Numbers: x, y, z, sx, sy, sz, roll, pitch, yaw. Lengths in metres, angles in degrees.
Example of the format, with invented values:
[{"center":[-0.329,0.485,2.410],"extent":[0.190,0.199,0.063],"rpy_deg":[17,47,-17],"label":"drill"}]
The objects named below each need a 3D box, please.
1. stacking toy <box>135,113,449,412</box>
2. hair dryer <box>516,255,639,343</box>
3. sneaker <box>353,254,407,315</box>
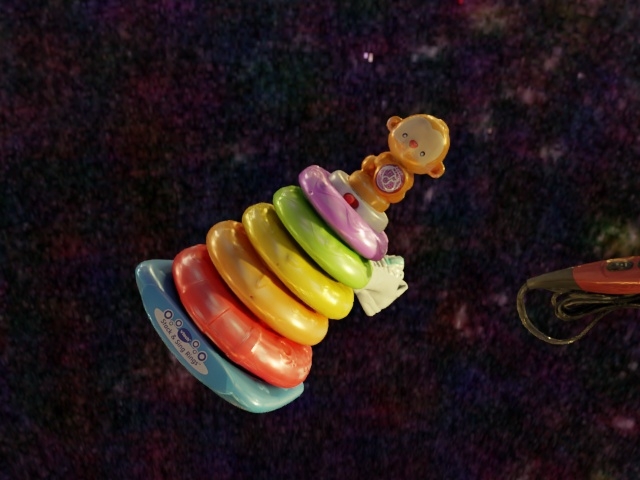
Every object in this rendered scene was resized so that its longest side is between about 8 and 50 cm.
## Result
[{"center":[0.000,0.000,0.931],"extent":[0.302,0.166,0.175],"rpy_deg":[-43,78,11],"label":"stacking toy"},{"center":[0.323,0.038,0.946],"extent":[0.224,0.293,0.080],"rpy_deg":[9,52,-9],"label":"hair dryer"},{"center":[0.085,0.045,1.632],"extent":[0.094,0.212,0.080],"rpy_deg":[-25,64,4],"label":"sneaker"}]
